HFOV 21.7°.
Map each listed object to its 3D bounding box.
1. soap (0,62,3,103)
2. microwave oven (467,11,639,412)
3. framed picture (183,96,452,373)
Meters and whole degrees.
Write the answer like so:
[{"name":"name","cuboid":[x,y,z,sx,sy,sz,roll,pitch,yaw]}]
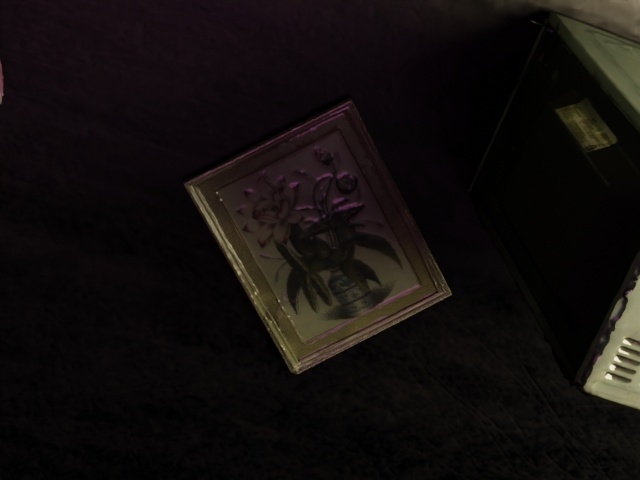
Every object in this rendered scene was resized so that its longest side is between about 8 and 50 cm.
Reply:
[{"name":"soap","cuboid":[-0.399,-0.172,1.327,0.259,0.081,0.181,-13,117,-3]},{"name":"microwave oven","cuboid":[0.298,-0.002,1.384,0.286,0.355,0.218,16,113,-18]},{"name":"framed picture","cuboid":[0.000,0.000,1.524,0.173,0.010,0.231,-28,118,4]}]
